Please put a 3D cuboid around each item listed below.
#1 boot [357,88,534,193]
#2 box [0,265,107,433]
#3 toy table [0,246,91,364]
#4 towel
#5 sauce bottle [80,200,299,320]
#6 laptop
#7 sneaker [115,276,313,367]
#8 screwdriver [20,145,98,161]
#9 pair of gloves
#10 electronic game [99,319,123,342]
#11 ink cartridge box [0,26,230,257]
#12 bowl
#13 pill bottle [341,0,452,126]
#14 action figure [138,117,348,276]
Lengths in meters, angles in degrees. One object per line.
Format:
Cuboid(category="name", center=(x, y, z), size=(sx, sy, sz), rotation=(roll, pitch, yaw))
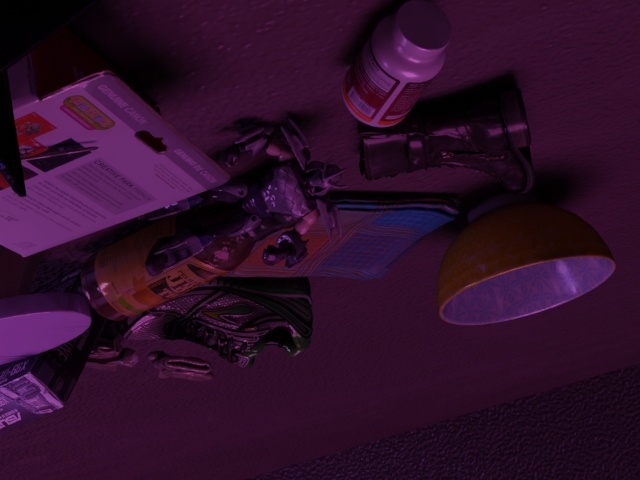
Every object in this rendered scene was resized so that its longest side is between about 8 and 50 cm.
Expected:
Cuboid(category="boot", center=(0.164, -0.121, 1.596), size=(0.228, 0.091, 0.263), rotation=(-11, 156, 8))
Cuboid(category="box", center=(-0.464, 0.184, 1.747), size=(0.307, 0.242, 0.076), rotation=(-25, 118, 26))
Cuboid(category="toy table", center=(-0.436, 0.064, 1.552), size=(0.274, 0.161, 0.252), rotation=(-15, 160, 5))
Cuboid(category="towel", center=(0.000, 0.000, 1.844), size=(0.370, 0.040, 0.271), rotation=(0, 155, -33))
Cuboid(category="sauce bottle", center=(-0.176, 0.007, 1.645), size=(0.344, 0.111, 0.111), rotation=(-25, 157, 28))
Cuboid(category="laptop", center=(-0.216, -0.199, 0.901), size=(0.136, 0.234, 0.264), rotation=(-12, 159, -3))
Cuboid(category="sneaker", center=(-0.160, 0.129, 1.922), size=(0.343, 0.146, 0.134), rotation=(-2, 157, -25))
Cuboid(category="screwdriver", center=(-0.293, -0.077, 1.117), size=(0.169, 0.025, 0.024), rotation=(-16, 160, -23))
Cuboid(category="pair of gloves", center=(-0.289, 0.188, 1.916), size=(0.240, 0.042, 0.204), rotation=(8, 167, -1))
Cuboid(category="electronic game", center=(-0.433, 0.169, 1.988), size=(0.229, 0.048, 0.229), rotation=(-14, 163, -4))
Cuboid(category="ink cartridge box", center=(-0.276, -0.118, 1.222), size=(0.271, 0.130, 0.309), rotation=(-18, 160, 12))
Cuboid(category="bowl", center=(0.311, 0.013, 1.911), size=(0.289, 0.156, 0.289), rotation=(-12, 160, -4))
Cuboid(category="pill bottle", center=(0.086, -0.196, 1.318), size=(0.086, 0.086, 0.152), rotation=(-5, 158, -23))
Cuboid(category="action figure", center=(-0.092, -0.044, 1.498), size=(0.285, 0.185, 0.099), rotation=(-17, -175, 22))
